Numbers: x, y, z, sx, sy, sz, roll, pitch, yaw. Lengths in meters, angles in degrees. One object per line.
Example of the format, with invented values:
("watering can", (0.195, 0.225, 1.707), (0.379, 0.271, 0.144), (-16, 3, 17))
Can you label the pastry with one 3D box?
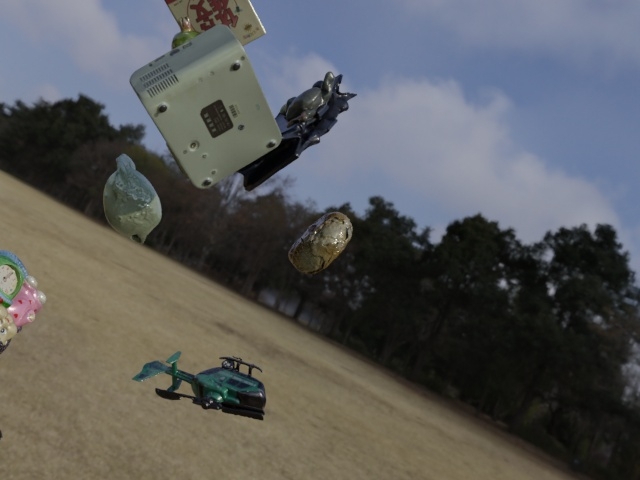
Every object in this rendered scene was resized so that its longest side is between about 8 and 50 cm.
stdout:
("pastry", (0.003, 0.004, 1.379), (0.081, 0.153, 0.153), (43, -9, -3))

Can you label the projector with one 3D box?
("projector", (-0.200, -0.231, 1.214), (0.108, 0.198, 0.250), (54, -8, 37))

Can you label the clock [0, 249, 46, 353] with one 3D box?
("clock", (-0.742, 0.144, 1.527), (0.100, 0.196, 0.194), (-11, -61, 19))

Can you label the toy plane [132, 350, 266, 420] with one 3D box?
("toy plane", (-0.275, 0.359, 1.663), (0.381, 0.107, 0.155), (16, 26, 21))

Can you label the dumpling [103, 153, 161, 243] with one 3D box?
("dumpling", (-0.386, -0.086, 1.420), (0.107, 0.153, 0.219), (16, -35, 11))

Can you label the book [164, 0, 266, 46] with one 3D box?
("book", (-0.242, -0.513, 1.444), (0.232, 0.162, 0.022), (61, 3, -20))

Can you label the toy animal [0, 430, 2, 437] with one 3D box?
("toy animal", (-0.768, 0.403, 1.346), (0.165, 0.179, 0.138), (28, -51, 8))

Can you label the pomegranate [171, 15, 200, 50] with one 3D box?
("pomegranate", (-0.254, -0.383, 1.295), (0.073, 0.085, 0.073), (0, -4, 0))

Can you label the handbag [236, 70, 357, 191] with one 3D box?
("handbag", (-0.062, -0.274, 1.606), (0.269, 0.326, 0.118), (-24, -68, 42))
